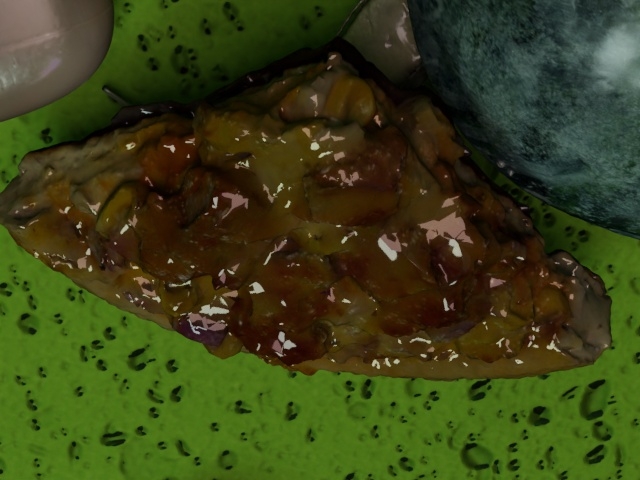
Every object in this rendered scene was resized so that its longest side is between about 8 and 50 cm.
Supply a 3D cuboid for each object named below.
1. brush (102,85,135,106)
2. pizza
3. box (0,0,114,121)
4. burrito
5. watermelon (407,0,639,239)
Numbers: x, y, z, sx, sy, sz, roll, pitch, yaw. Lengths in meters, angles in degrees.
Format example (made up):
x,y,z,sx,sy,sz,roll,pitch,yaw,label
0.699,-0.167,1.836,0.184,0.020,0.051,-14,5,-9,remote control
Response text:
x,y,z,sx,sy,sz,roll,pitch,yaw,label
-0.110,-0.081,1.127,0.083,0.016,0.013,35,95,-16,brush
0.000,0.000,1.075,0.408,0.114,0.278,14,142,-10,pizza
-0.231,-0.141,1.057,0.200,0.088,0.146,-13,111,4,box
0.035,-0.111,1.100,0.063,0.058,0.229,42,112,11,burrito
0.187,-0.144,1.047,0.289,0.214,0.320,23,148,0,watermelon
